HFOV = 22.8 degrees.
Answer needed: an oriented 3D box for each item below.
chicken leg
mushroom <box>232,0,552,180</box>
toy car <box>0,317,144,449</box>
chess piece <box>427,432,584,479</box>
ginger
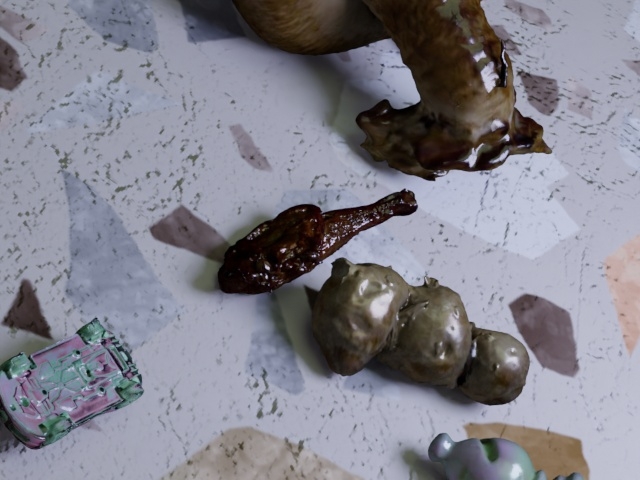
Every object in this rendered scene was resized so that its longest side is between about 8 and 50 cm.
[{"bbox_3d":[-0.006,0.000,1.386,0.205,0.093,0.053,-37,116,-40],"label":"chicken leg"},{"bbox_3d":[0.066,-0.272,1.492,0.331,0.334,0.356,0,53,-7],"label":"mushroom"},{"bbox_3d":[-0.192,0.111,1.188,0.069,0.055,0.142,56,36,7],"label":"toy car"},{"bbox_3d":[0.210,0.234,1.310,0.272,0.139,0.139,30,43,7],"label":"chess piece"},{"bbox_3d":[0.088,0.084,1.374,0.204,0.080,0.104,18,80,-19],"label":"ginger"}]
